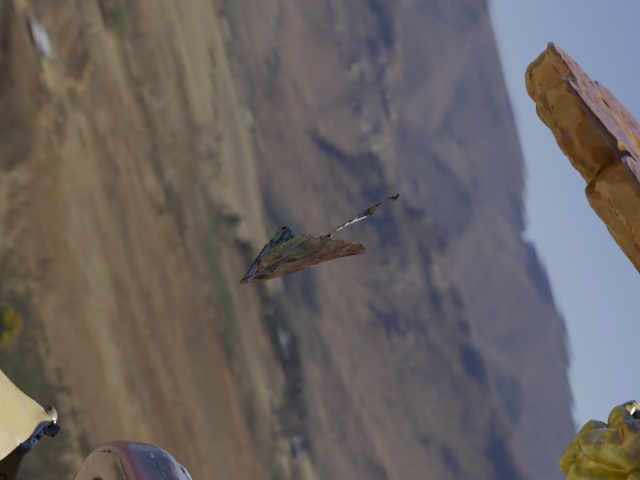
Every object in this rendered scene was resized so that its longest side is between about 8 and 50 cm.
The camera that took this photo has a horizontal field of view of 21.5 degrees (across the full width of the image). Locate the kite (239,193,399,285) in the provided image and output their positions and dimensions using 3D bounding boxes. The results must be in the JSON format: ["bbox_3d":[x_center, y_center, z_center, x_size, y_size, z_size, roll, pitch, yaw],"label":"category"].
[{"bbox_3d":[0.000,0.000,1.311,0.139,0.157,0.011,15,-50,57],"label":"kite"}]

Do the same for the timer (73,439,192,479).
[{"bbox_3d":[-0.128,0.245,1.085,0.191,0.069,0.208,52,-55,53],"label":"timer"}]

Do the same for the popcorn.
[{"bbox_3d":[0.308,0.220,1.455,0.169,0.218,0.189,-159,-130,-74],"label":"popcorn"}]

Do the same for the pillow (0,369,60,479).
[{"bbox_3d":[-0.292,0.136,0.925,0.119,0.310,0.312,24,-27,32],"label":"pillow"}]

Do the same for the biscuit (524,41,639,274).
[{"bbox_3d":[0.196,-0.001,0.941,0.202,0.044,0.288,30,22,-47],"label":"biscuit"}]
